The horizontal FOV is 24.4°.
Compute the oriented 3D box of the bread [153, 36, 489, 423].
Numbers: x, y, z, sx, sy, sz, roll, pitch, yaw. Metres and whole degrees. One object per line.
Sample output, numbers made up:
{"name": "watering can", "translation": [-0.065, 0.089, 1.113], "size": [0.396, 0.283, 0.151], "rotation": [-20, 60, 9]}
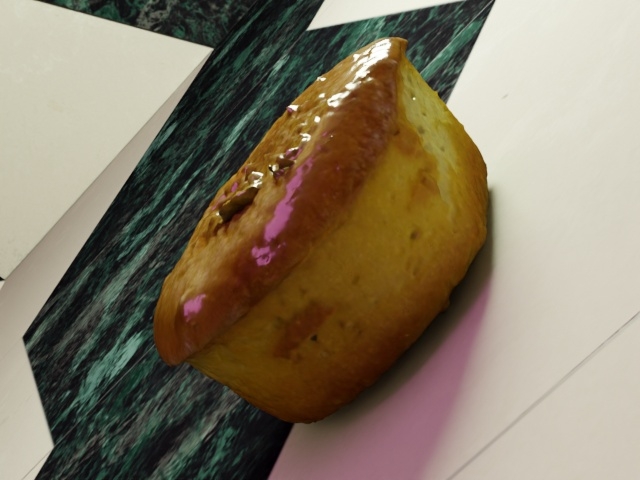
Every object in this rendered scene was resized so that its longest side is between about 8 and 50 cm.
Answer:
{"name": "bread", "translation": [0.000, 0.000, 0.963], "size": [0.268, 0.146, 0.268], "rotation": [-48, 10, 12]}
